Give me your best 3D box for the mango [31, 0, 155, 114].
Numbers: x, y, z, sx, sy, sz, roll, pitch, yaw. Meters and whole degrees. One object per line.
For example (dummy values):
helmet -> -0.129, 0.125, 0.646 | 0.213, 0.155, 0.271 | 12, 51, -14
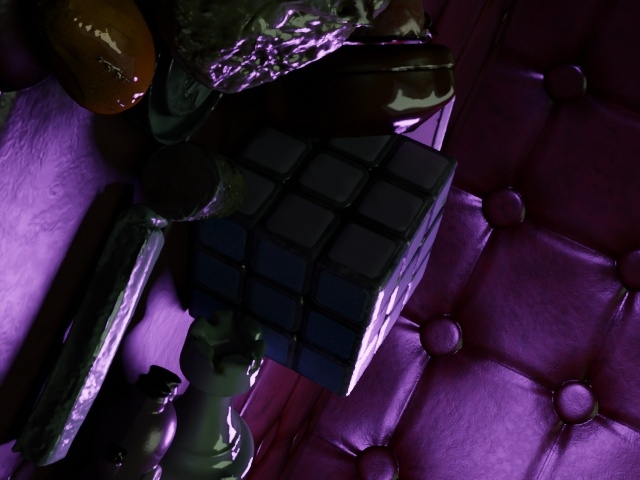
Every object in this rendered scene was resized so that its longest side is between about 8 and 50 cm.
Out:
mango -> -0.195, -0.180, 0.902 | 0.159, 0.084, 0.105 | 86, 26, -67

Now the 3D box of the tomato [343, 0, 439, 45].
tomato -> 0.071, -0.354, 1.445 | 0.214, 0.181, 0.155 | -100, -176, -81

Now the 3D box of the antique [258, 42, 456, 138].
antique -> 0.052, -0.213, 1.428 | 0.223, 0.278, 0.129 | -118, -156, -81

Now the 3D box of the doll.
doll -> -0.280, 0.306, 1.451 | 0.182, 0.117, 0.257 | -24, 136, -80

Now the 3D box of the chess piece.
chess piece -> -0.174, 0.249, 1.564 | 0.194, 0.195, 0.299 | -49, 164, -50

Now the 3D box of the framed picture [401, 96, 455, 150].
framed picture -> 0.075, -0.177, 1.689 | 0.217, 0.274, 0.017 | 102, -14, -53

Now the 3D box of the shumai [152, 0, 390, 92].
shumai -> -0.032, -0.252, 0.991 | 0.256, 0.218, 0.189 | 46, 50, -56

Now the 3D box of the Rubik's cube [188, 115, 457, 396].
Rubik's cube -> 0.000, 0.000, 1.562 | 0.303, 0.301, 0.305 | -55, 164, -36

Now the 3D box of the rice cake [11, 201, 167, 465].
rice cake -> -0.272, 0.110, 1.215 | 0.336, 0.063, 0.066 | -64, 171, -1

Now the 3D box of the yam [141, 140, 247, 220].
yam -> -0.153, -0.070, 1.251 | 0.107, 0.107, 0.183 | -65, 171, 3

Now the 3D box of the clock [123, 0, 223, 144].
clock -> -0.148, -0.213, 1.130 | 0.215, 0.042, 0.215 | -59, 167, -23
